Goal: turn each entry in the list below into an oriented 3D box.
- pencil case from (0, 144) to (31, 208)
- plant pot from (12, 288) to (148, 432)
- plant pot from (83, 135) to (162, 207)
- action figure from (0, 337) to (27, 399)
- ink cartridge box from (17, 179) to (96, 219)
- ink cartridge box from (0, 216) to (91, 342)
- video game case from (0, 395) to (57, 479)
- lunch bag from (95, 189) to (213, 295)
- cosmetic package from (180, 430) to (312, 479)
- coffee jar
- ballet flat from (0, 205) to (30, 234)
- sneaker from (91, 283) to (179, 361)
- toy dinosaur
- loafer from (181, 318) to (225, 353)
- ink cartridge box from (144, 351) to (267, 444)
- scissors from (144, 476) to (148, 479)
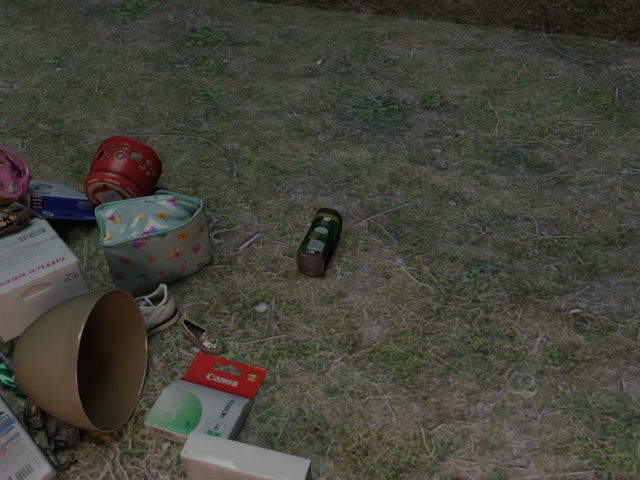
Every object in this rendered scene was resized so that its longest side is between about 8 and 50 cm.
[{"bbox_3d":[-0.934,-0.101,1.639,0.386,0.167,0.160,-30,78,23],"label":"pencil case"},{"bbox_3d":[-0.504,0.242,1.287,0.190,0.284,0.284,-2,42,11],"label":"plant pot"},{"bbox_3d":[-0.571,-0.175,1.810,0.191,0.191,0.174,4,52,8],"label":"plant pot"},{"bbox_3d":[-0.635,0.298,1.387,0.232,0.064,0.137,32,49,27],"label":"action figure"},{"bbox_3d":[-0.752,-0.118,1.764,0.224,0.045,0.223,25,12,27],"label":"ink cartridge box"},{"bbox_3d":[-0.722,0.084,1.534,0.226,0.131,0.306,-27,38,-26],"label":"ink cartridge box"},{"bbox_3d":[-0.712,0.449,1.178,0.300,0.036,0.329,37,66,26],"label":"video game case"},{"bbox_3d":[-0.405,0.000,1.575,0.262,0.223,0.160,-16,52,-15],"label":"lunch bag"},{"bbox_3d":[-0.137,0.432,1.184,0.239,0.099,0.060,10,44,12],"label":"cosmetic package"},{"bbox_3d":[0.000,0.000,1.650,0.079,0.096,0.184,13,44,12],"label":"coffee jar"},{"bbox_3d":[-0.844,-0.027,1.549,0.249,0.084,0.058,-20,18,-23],"label":"ballet flat"},{"bbox_3d":[-0.441,0.192,1.465,0.090,0.095,0.235,32,55,29],"label":"sneaker"},{"bbox_3d":[-0.539,0.423,1.247,0.118,0.064,0.268,-15,47,-5],"label":"toy dinosaur"},{"bbox_3d":[-0.277,0.223,1.461,0.125,0.039,0.045,24,48,26],"label":"loafer"},{"bbox_3d":[-0.236,0.329,1.336,0.180,0.056,0.225,12,46,15],"label":"ink cartridge box"},{"bbox_3d":[-0.246,0.542,1.131,0.109,0.021,0.297,-17,43,-12],"label":"scissors"}]
